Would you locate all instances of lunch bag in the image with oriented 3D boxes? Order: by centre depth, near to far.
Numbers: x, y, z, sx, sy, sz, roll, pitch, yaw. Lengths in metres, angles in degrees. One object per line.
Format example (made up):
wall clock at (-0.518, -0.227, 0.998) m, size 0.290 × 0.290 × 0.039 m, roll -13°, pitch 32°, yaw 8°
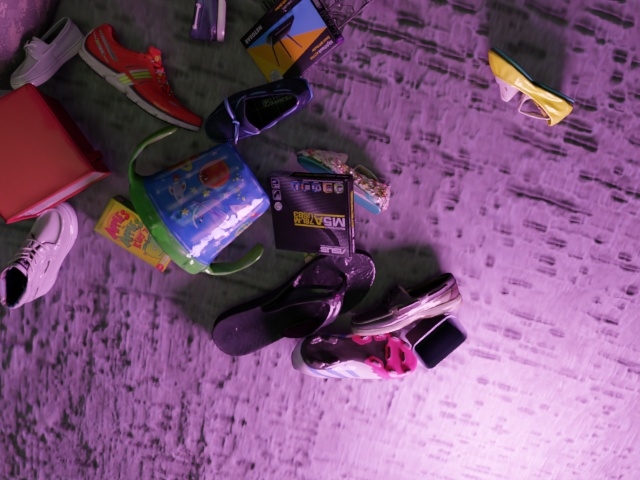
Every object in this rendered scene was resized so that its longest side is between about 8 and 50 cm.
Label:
lunch bag at (-0.636, -0.403, 0.776) m, size 0.168 × 0.287 × 0.236 m, roll 25°, pitch 106°, yaw -9°

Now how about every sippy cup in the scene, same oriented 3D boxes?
sippy cup at (-0.238, -0.084, 0.929) m, size 0.223 × 0.305 × 0.240 m, roll -33°, pitch 64°, yaw -2°

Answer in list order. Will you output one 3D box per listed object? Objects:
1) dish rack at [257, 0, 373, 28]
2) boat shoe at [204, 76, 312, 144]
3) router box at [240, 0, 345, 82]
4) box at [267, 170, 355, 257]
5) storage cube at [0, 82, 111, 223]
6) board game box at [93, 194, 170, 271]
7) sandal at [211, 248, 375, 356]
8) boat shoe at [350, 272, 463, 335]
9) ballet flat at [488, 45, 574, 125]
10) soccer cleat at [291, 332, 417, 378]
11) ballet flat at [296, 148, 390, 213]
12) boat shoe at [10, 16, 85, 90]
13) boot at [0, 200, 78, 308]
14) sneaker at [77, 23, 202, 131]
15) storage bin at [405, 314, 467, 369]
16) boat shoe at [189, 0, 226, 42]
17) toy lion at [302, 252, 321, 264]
dish rack at (0.003, -0.502, 0.844) m, size 0.271 × 0.074 × 0.208 m, roll -22°, pitch 110°, yaw 38°
boat shoe at (-0.145, -0.272, 0.901) m, size 0.258 × 0.089 × 0.109 m, roll -22°, pitch 113°, yaw 26°
router box at (-0.058, -0.401, 0.873) m, size 0.178 × 0.046 × 0.133 m, roll -25°, pitch 109°, yaw 40°
box at (-0.018, -0.059, 0.975) m, size 0.190 × 0.045 × 0.184 m, roll 7°, pitch 116°, yaw 20°
storage cube at (-0.576, -0.172, 0.882) m, size 0.214 × 0.183 × 0.193 m, roll -34°, pitch 106°, yaw -9°
board game box at (-0.422, -0.016, 1.026) m, size 0.181 × 0.043 × 0.092 m, roll 34°, pitch 104°, yaw -11°
sandal at (-0.057, 0.176, 1.048) m, size 0.445 × 0.107 × 0.168 m, roll -30°, pitch 118°, yaw 10°
boat shoe at (0.203, 0.152, 1.068) m, size 0.284 × 0.103 × 0.093 m, roll -17°, pitch 102°, yaw 0°
ballet flat at (0.438, -0.323, 0.942) m, size 0.230 × 0.077 × 0.077 m, roll 28°, pitch 121°, yaw -11°
soccer cleat at (0.082, 0.293, 1.113) m, size 0.330 × 0.116 × 0.143 m, roll 10°, pitch 152°, yaw -20°
ballet flat at (0.058, -0.148, 0.990) m, size 0.240 × 0.091 × 0.077 m, roll 33°, pitch 73°, yaw -15°
boat shoe at (-0.540, -0.368, 0.854) m, size 0.066 × 0.063 × 0.184 m, roll 23°, pitch 63°, yaw 26°
boot at (-0.644, 0.035, 0.994) m, size 0.095 × 0.123 × 0.259 m, roll 22°, pitch 105°, yaw -8°
sneaker at (-0.355, -0.335, 0.903) m, size 0.279 × 0.107 × 0.118 m, roll 37°, pitch 94°, yaw -14°
storage bin at (0.283, 0.241, 1.089) m, size 0.135 × 0.091 × 0.098 m, roll -40°, pitch 104°, yaw -2°
boat shoe at (-0.223, -0.527, 0.852) m, size 0.078 × 0.095 × 0.255 m, roll 0°, pitch 116°, yaw -13°
toy lion at (0.000, 0.000, 1.051) m, size 0.100 × 0.034 × 0.096 m, roll -16°, pitch 100°, yaw 4°
